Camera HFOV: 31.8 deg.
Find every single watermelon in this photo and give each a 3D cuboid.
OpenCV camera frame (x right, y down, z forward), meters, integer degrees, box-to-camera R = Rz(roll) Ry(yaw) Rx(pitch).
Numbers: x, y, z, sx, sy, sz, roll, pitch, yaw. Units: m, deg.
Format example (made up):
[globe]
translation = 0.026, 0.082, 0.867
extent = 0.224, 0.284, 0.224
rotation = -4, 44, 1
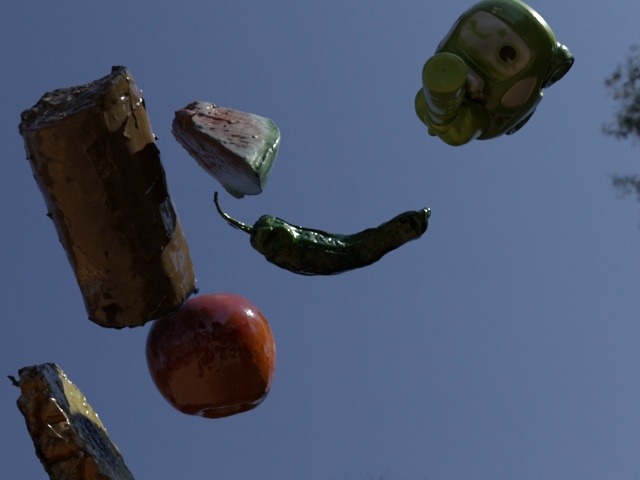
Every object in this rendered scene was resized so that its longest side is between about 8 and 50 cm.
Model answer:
[watermelon]
translation = -0.084, -0.087, 1.062
extent = 0.094, 0.180, 0.081
rotation = 21, -93, -34

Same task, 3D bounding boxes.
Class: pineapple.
[pineapple]
translation = -0.229, 0.203, 1.095
extent = 0.047, 0.221, 0.221
rotation = -31, -44, -5

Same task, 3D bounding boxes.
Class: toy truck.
[toy truck]
translation = 0.194, -0.198, 1.423
extent = 0.211, 0.148, 0.187
rotation = -38, -16, -25

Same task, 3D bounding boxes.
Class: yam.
[yam]
translation = -0.208, -0.042, 1.108
extent = 0.128, 0.129, 0.238
rotation = -27, -65, -28

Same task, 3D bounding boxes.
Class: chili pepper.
[chili pepper]
translation = 0.000, 0.001, 1.447
extent = 0.279, 0.065, 0.122
rotation = 0, -58, -10

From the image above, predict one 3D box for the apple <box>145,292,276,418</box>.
[apple]
translation = -0.181, 0.193, 1.897
extent = 0.218, 0.201, 0.218
rotation = -10, -17, -3
